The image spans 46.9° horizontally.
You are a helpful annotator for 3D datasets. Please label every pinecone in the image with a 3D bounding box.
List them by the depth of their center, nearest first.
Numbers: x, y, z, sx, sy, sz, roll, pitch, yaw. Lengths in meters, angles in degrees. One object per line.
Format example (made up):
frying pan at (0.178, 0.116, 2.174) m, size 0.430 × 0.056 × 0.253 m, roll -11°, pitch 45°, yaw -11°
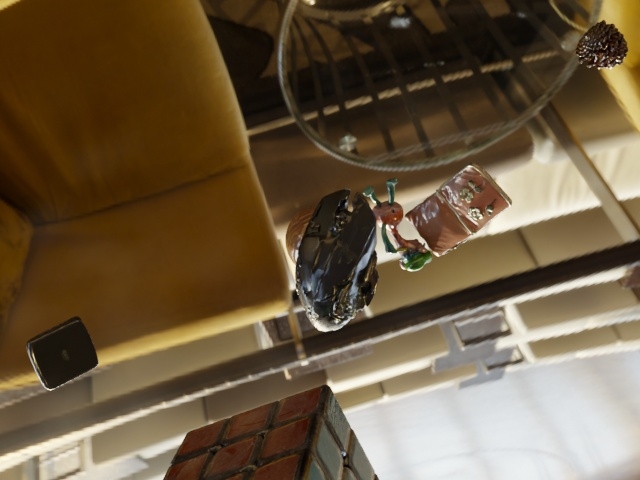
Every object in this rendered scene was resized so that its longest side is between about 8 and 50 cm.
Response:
pinecone at (0.461, -0.314, 1.200) m, size 0.083 × 0.077 × 0.077 m, roll 17°, pitch 131°, yaw -19°

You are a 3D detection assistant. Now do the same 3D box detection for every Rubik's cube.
Rubik's cube at (-0.072, 0.468, 1.201) m, size 0.303 × 0.305 × 0.301 m, roll -23°, pitch 106°, yaw 18°

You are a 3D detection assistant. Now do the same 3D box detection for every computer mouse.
computer mouse at (0.020, 0.036, 1.156) m, size 0.077 × 0.146 × 0.242 m, roll -14°, pitch 121°, yaw -61°

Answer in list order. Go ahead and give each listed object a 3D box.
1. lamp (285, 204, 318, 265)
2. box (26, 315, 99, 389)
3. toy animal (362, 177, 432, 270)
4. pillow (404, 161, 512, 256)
lamp at (0.000, 0.000, 1.391) m, size 0.136 × 0.136 × 0.136 m, roll -11°, pitch 141°, yaw -9°
box at (-0.537, 0.235, 1.537) m, size 0.125 × 0.027 × 0.126 m, roll -27°, pitch 118°, yaw -28°
toy animal at (0.160, -0.028, 1.575) m, size 0.100 × 0.103 × 0.208 m, roll -12°, pitch 107°, yaw 40°
pillow at (0.282, -0.062, 1.522) m, size 0.043 × 0.126 × 0.232 m, roll -41°, pitch 179°, yaw -45°
